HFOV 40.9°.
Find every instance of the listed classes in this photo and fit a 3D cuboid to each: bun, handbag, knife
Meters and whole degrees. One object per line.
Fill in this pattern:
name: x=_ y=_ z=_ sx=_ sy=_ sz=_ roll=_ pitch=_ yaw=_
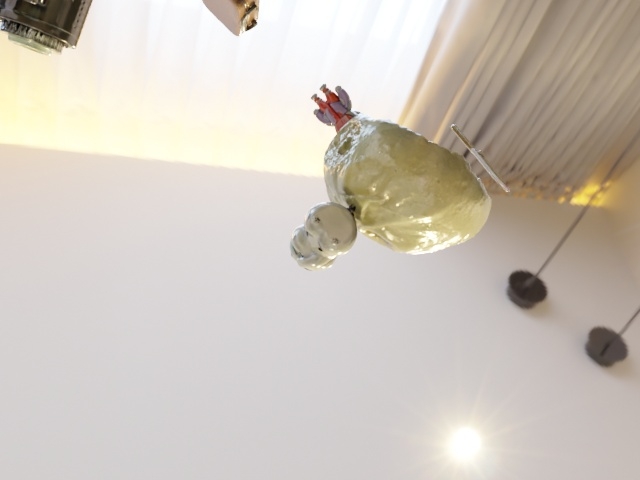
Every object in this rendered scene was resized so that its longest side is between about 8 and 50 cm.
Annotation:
bun: x=0.153 y=-0.088 z=1.746 sx=0.364 sy=0.364 sz=0.202 roll=30 pitch=-99 yaw=8
handbag: x=-0.199 y=-0.539 z=1.905 sx=0.072 sy=0.193 sz=0.151 roll=-44 pitch=-90 yaw=-12
knife: x=0.378 y=-0.197 z=2.019 sx=0.046 sy=0.022 sz=0.256 roll=32 pitch=-160 yaw=-43

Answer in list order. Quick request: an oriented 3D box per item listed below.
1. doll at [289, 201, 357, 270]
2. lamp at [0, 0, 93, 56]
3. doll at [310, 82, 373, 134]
doll: x=0.001 y=-0.002 z=1.698 sx=0.107 sy=0.181 sz=0.110 roll=-35 pitch=-96 yaw=-39
lamp: x=-0.636 y=-0.571 z=2.003 sx=0.205 sy=0.272 sz=0.374 roll=21 pitch=-159 yaw=-7
doll: x=0.069 y=-0.252 z=1.913 sx=0.227 sy=0.102 sz=0.075 roll=45 pitch=-149 yaw=1
